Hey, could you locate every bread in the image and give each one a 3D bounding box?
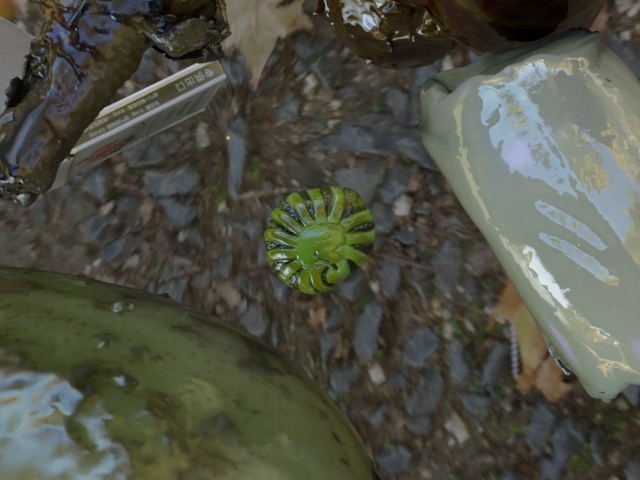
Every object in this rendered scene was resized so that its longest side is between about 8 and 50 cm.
[{"bbox_3d":[0.000,0.000,1.546,0.139,0.071,0.130,-17,104,4],"label":"bread"}]

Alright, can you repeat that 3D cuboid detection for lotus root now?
[{"bbox_3d":[-0.122,0.092,0.446,0.309,0.173,0.173,12,94,15],"label":"lotus root"}]

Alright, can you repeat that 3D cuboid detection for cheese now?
[{"bbox_3d":[0.160,-0.019,0.794,0.127,0.266,0.233,-28,100,7],"label":"cheese"}]

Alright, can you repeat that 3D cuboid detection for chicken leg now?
[{"bbox_3d":[-0.106,-0.109,0.630,0.125,0.080,0.196,3,76,21],"label":"chicken leg"}]

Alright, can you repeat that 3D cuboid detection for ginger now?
[{"bbox_3d":[0.103,-0.220,0.906,0.254,0.418,0.176,6,83,-2],"label":"ginger"}]

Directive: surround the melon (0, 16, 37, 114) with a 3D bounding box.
[{"bbox_3d":[-0.278,-0.084,0.887,0.203,0.139,0.093,-19,137,7],"label":"melon"}]

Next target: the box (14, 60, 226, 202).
[{"bbox_3d":[-0.180,-0.095,1.102,0.198,0.109,0.029,-29,89,-18],"label":"box"}]
